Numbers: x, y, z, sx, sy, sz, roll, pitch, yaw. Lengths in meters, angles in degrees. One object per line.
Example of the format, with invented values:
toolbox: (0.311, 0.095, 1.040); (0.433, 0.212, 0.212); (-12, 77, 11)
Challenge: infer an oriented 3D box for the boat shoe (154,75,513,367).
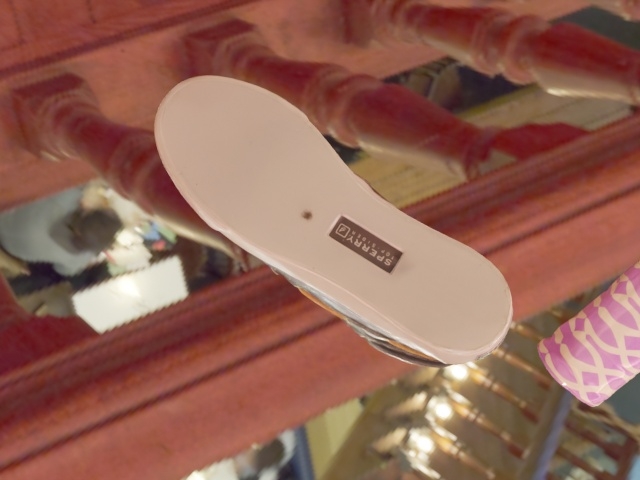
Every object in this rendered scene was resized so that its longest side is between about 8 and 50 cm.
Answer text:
boat shoe: (0.000, 0.000, 0.592); (0.183, 0.083, 0.065); (37, 77, 4)

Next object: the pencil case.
pencil case: (0.294, 0.061, 1.181); (0.086, 0.088, 0.206); (36, 109, -30)
